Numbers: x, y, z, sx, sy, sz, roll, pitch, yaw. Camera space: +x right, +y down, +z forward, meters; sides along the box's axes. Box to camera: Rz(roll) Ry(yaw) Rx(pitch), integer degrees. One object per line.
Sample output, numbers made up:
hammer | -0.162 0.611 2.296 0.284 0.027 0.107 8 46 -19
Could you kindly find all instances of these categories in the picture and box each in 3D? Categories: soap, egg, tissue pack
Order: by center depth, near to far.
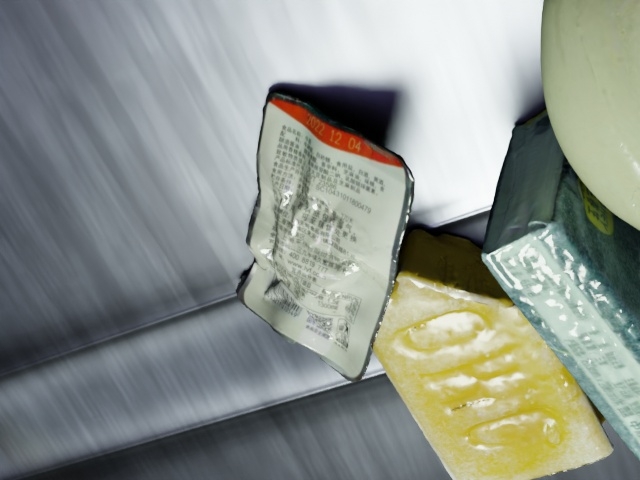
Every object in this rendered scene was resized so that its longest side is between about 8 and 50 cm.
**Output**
egg | 0.256 -0.123 0.668 0.219 0.219 0.269 -21 92 21
tissue pack | 0.233 0.037 0.797 0.081 0.185 0.257 -27 114 35
soap | 0.145 0.104 0.920 0.160 0.080 0.257 -22 116 23

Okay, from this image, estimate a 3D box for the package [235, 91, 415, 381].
package | 0.000 0.000 0.872 0.166 0.040 0.232 30 125 30
